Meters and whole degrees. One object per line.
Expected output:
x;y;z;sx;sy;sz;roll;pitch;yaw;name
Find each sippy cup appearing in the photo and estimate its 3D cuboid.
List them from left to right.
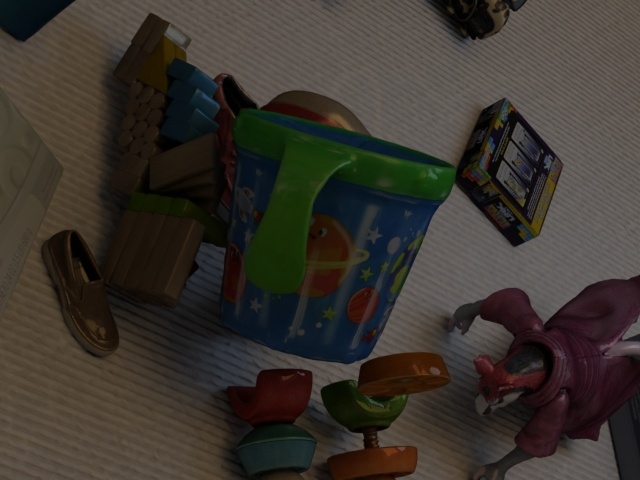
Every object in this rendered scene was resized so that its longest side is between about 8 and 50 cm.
0.000;0.000;1.637;0.305;0.240;0.224;8;101;-42;sippy cup

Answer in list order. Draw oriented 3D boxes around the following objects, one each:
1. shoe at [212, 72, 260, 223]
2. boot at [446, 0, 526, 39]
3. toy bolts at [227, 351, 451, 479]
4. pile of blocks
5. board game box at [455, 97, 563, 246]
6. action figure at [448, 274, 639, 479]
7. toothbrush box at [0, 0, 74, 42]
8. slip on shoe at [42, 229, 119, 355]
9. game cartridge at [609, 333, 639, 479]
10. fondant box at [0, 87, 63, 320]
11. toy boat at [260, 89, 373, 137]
-0.100;-0.102;1.830;0.063;0.081;0.178;-19;82;-50;shoe
0.162;-0.401;2.248;0.284;0.138;0.377;45;37;-19;boot
0.026;0.220;1.703;0.228;0.218;0.158;2;72;-26;toy bolts
-0.143;-0.080;1.722;0.112;0.149;0.362;35;46;-47;pile of blocks
0.268;-0.098;2.243;0.141;0.048;0.170;48;41;-18;board game box
0.308;0.169;1.975;0.370;0.276;0.248;1;73;-61;action figure
-0.365;-0.393;1.687;0.295;0.126;0.216;38;46;-26;toothbrush box
-0.239;0.052;1.625;0.051;0.041;0.135;-15;79;-49;slip on shoe
0.491;0.258;2.154;0.060;0.196;0.294;14;59;-40;game cartridge
-0.386;-0.082;1.425;0.330;0.096;0.238;56;36;-39;fondant box
-0.004;-0.063;1.889;0.151;0.151;0.231;-44;104;-20;toy boat
